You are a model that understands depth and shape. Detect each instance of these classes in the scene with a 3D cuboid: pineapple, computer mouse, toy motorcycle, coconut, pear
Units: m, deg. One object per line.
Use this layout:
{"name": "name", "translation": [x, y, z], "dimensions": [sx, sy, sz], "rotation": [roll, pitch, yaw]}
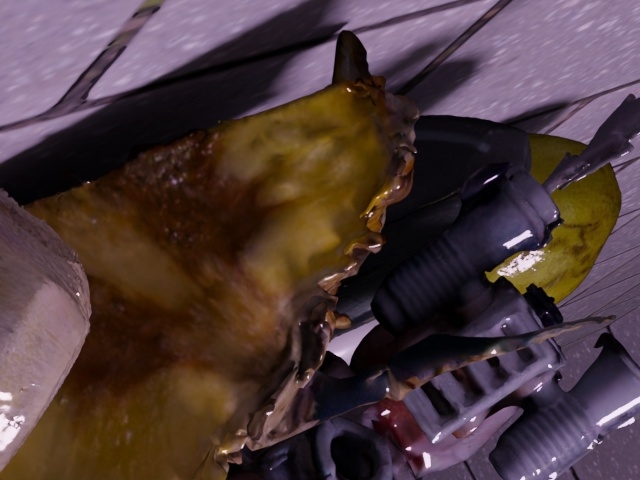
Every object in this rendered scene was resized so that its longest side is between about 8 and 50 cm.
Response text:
{"name": "pineapple", "translation": [-0.072, 0.050, 0.794], "dimensions": [0.334, 0.158, 0.161], "rotation": [-29, 170, 0]}
{"name": "computer mouse", "translation": [-0.002, -0.003, 0.974], "dimensions": [0.231, 0.071, 0.126], "rotation": [-29, 158, 18]}
{"name": "toy motorcycle", "translation": [0.037, 0.075, 0.893], "dimensions": [0.401, 0.134, 0.207], "rotation": [-35, 177, 4]}
{"name": "coconut", "translation": [-0.139, 0.020, 0.629], "dimensions": [0.110, 0.124, 0.110], "rotation": [-57, -173, 10]}
{"name": "pear", "translation": [0.113, -0.008, 1.152], "dimensions": [0.131, 0.107, 0.107], "rotation": [-15, 166, -22]}

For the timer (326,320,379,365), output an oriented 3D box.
{"name": "timer", "translation": [-0.034, 0.084, 1.276], "dimensions": [0.262, 0.087, 0.237], "rotation": [-31, 169, 21]}
